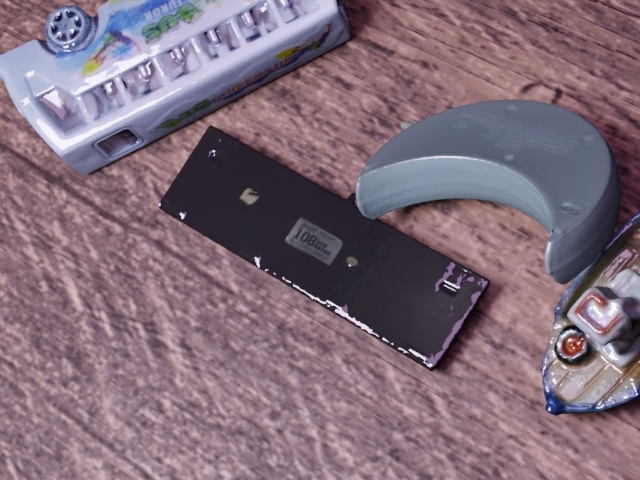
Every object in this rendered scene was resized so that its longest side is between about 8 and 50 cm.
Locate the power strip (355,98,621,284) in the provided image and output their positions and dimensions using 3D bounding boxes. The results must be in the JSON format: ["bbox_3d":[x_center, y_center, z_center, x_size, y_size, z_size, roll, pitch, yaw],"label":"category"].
[{"bbox_3d":[0.146,-0.055,1.158,0.253,0.054,0.167,23,53,42],"label":"power strip"}]

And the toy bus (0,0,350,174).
[{"bbox_3d":[-0.138,-0.187,1.301,0.329,0.109,0.136,-27,74,4],"label":"toy bus"}]

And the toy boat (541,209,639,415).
[{"bbox_3d":[0.267,0.035,1.083,0.262,0.115,0.114,-45,64,-6],"label":"toy boat"}]

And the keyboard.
[{"bbox_3d":[0.000,0.000,1.223,0.317,0.027,0.106,31,82,25],"label":"keyboard"}]
